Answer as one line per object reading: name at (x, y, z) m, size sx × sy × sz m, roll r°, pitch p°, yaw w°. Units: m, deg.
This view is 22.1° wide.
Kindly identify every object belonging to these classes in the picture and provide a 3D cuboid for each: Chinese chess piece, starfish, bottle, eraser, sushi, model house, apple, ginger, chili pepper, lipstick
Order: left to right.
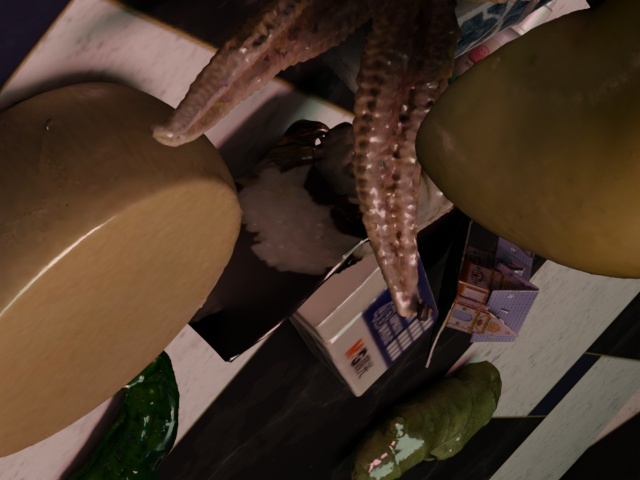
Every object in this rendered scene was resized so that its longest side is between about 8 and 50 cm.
Chinese chess piece at (-0.172, 0.021, 1.044) m, size 0.273 × 0.102 × 0.273 m, roll -40°, pitch 161°, yaw -16°
chili pepper at (-0.172, 0.178, 1.412) m, size 0.122 × 0.065 × 0.279 m, roll -14°, pitch 142°, yaw -41°
sushi at (-0.002, -0.019, 1.231) m, size 0.273 × 0.134 × 0.109 m, roll -36°, pitch 163°, yaw -7°
eraser at (0.036, 0.055, 1.556) m, size 0.124 × 0.081 × 0.279 m, roll -44°, pitch 161°, yaw -6°
ginger at (0.143, 0.247, 2.149) m, size 0.290 × 0.089 × 0.137 m, roll -20°, pitch 156°, yaw -53°
starfish at (0.079, -0.164, 1.070) m, size 0.384 × 0.132 × 0.398 m, roll -66°, pitch 153°, yaw -11°
lipstick at (0.122, -0.199, 1.244) m, size 0.289 × 0.076 × 0.077 m, roll -32°, pitch 164°, yaw -29°
bottle at (0.141, -0.156, 1.393) m, size 0.217 × 0.060 × 0.060 m, roll -52°, pitch 160°, yaw 14°
model house at (0.175, 0.055, 1.720) m, size 0.167 × 0.088 × 0.117 m, roll -74°, pitch -178°, yaw -47°
apple at (0.213, -0.115, 0.972) m, size 0.258 × 0.233 × 0.295 m, roll 22°, pitch 93°, yaw -58°

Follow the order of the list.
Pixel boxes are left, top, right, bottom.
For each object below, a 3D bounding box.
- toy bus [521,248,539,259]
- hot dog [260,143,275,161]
toy bus at (0.245, -0.085, 1.623) m, size 0.175 × 0.138 × 0.287 m, roll -50°, pitch 160°, yaw 14°
hot dog at (-0.027, -0.038, 1.321) m, size 0.056 × 0.041 × 0.133 m, roll -40°, pitch 152°, yaw -16°
